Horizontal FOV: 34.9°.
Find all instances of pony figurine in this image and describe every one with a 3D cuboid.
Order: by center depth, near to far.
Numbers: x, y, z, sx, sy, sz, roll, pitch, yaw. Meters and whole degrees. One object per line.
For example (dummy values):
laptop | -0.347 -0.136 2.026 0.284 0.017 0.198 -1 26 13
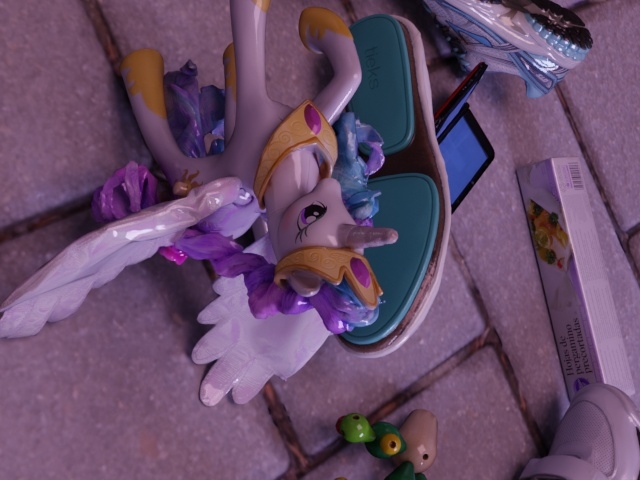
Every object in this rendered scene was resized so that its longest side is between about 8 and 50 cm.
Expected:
pony figurine | -0.084 -0.037 0.875 0.303 0.351 0.363 17 49 -39

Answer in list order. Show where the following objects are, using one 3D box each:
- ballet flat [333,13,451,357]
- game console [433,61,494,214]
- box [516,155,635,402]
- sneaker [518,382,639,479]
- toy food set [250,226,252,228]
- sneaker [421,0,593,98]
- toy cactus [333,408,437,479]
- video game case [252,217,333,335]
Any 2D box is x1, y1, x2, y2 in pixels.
ballet flat | 0.083 -0.055 1.098 0.139 0.139 0.400 19 61 -34
game console | 0.178 -0.125 1.247 0.085 0.124 0.144 36 53 6
box | 0.333 0.051 1.334 0.067 0.063 0.324 -8 82 -39
sneaker | 0.257 0.305 1.149 0.210 0.137 0.365 34 62 -31
toy food set | -0.058 -0.057 1.076 0.078 0.019 0.122 30 54 -30
sneaker | 0.191 -0.266 1.280 0.283 0.122 0.110 27 37 -5
toy cactus | 0.082 0.251 1.066 0.219 0.112 0.180 51 33 -13
video game case | 0.000 0.000 1.081 0.183 0.023 0.201 -7 82 -51
